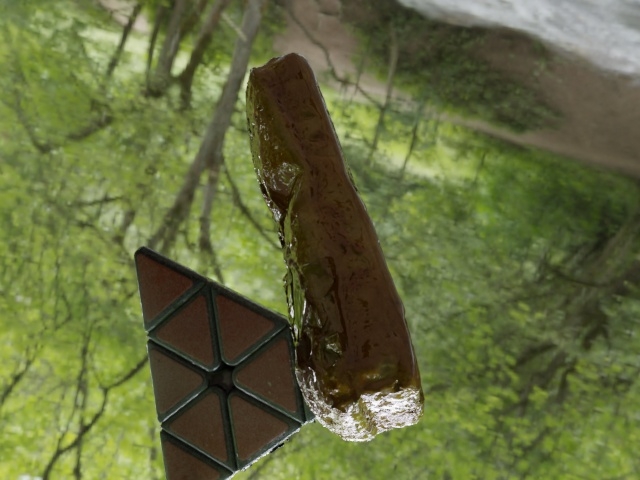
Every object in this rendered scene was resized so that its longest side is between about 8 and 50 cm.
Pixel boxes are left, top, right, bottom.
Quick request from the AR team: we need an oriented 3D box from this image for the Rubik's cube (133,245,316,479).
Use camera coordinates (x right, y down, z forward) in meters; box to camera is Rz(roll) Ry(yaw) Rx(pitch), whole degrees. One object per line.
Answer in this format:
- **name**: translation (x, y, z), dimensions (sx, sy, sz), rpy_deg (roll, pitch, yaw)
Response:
- **Rubik's cube**: translation (-0.082, 0.146, 0.932), dimensions (0.228, 0.228, 0.233), rpy_deg (-8, -132, -12)

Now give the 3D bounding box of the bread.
- **bread**: translation (0.002, 0.000, 0.559), dimensions (0.077, 0.271, 0.139), rpy_deg (-17, 154, 2)
